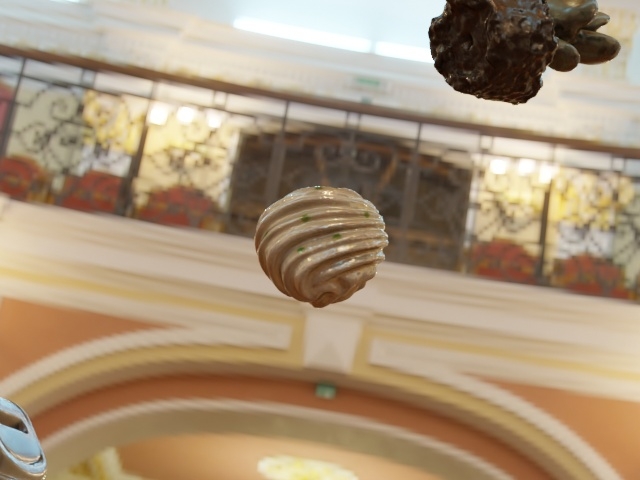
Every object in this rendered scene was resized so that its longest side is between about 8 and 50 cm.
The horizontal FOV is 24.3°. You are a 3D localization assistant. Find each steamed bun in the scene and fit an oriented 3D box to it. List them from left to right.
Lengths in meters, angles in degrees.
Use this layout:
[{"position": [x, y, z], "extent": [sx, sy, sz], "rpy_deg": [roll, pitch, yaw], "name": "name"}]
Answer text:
[{"position": [0.000, 0.000, 2.006], "extent": [0.182, 0.183, 0.106], "rpy_deg": [5, -30, 11], "name": "steamed bun"}]

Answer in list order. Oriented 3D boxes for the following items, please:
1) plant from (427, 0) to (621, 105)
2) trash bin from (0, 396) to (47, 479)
[{"position": [0.266, -0.255, 1.888], "extent": [0.274, 0.146, 0.149], "rpy_deg": [-14, -22, -45], "name": "plant"}, {"position": [-0.392, 0.284, 1.480], "extent": [0.182, 0.290, 0.209], "rpy_deg": [20, -11, 9], "name": "trash bin"}]
